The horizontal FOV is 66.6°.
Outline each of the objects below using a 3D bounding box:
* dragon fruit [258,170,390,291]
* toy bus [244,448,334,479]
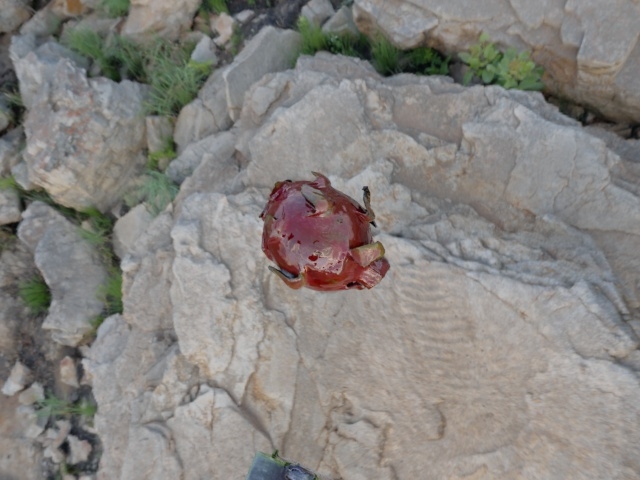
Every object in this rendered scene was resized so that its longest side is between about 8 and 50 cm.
[{"bbox_3d":[0.000,0.000,0.560,0.166,0.136,0.133,39,52,4],"label":"dragon fruit"},{"bbox_3d":[0.035,0.404,0.680,0.301,0.139,0.113,16,71,23],"label":"toy bus"}]
